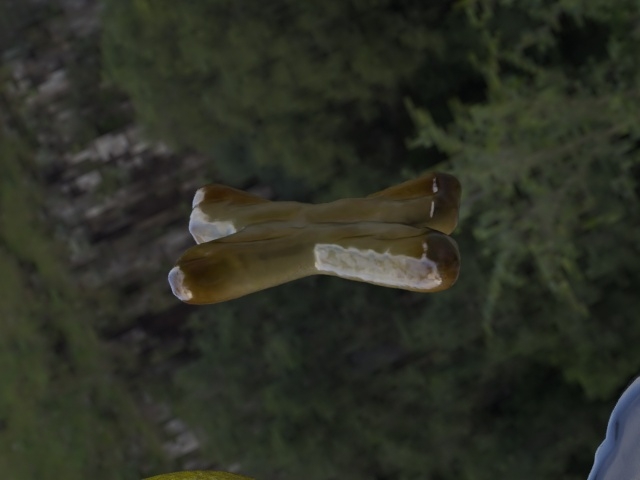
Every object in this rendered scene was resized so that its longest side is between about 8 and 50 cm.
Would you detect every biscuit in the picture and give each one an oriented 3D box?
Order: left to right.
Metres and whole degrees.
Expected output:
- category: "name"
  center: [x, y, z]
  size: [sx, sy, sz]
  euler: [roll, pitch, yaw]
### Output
- category: "biscuit"
  center: [0.000, 0.000, 1.309]
  size: [0.164, 0.207, 0.047]
  euler: [-78, -16, -66]

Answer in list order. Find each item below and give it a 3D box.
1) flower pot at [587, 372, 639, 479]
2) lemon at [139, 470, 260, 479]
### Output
- category: "flower pot"
  center: [0.271, 0.124, 0.708]
  size: [0.267, 0.266, 0.267]
  euler: [3, -127, -57]
- category: "lemon"
  center: [-0.110, 0.341, 1.710]
  size: [0.253, 0.310, 0.254]
  euler: [-2, -90, -78]
